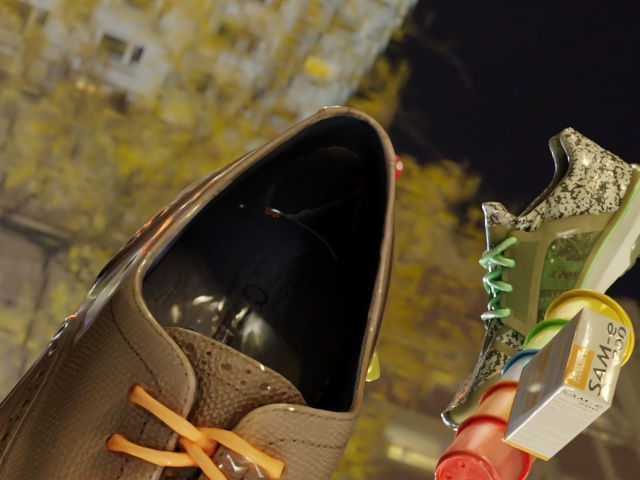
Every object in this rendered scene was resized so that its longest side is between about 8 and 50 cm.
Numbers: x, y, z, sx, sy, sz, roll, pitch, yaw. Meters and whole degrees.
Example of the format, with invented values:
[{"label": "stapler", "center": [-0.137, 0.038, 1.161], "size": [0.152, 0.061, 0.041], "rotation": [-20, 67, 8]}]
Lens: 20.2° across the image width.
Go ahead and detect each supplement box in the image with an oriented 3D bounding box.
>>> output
[{"label": "supplement box", "center": [0.159, 0.094, 1.163], "size": [0.098, 0.036, 0.062], "rotation": [124, -11, -58]}]

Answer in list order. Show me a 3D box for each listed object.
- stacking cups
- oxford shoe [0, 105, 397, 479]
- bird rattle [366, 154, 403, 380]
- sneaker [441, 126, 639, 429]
[{"label": "stacking cups", "center": [0.202, 0.155, 1.663], "size": [0.096, 0.096, 0.316], "rotation": [-54, 174, 36]}, {"label": "oxford shoe", "center": [-0.070, 0.092, 0.545], "size": [0.133, 0.130, 0.364], "rotation": [-57, -174, 48]}, {"label": "bird rattle", "center": [0.000, 0.000, 1.623], "size": [0.207, 0.143, 0.253], "rotation": [51, 53, -61]}, {"label": "sneaker", "center": [0.239, 0.038, 2.117], "size": [0.410, 0.182, 0.158], "rotation": [-54, -173, -16]}]
